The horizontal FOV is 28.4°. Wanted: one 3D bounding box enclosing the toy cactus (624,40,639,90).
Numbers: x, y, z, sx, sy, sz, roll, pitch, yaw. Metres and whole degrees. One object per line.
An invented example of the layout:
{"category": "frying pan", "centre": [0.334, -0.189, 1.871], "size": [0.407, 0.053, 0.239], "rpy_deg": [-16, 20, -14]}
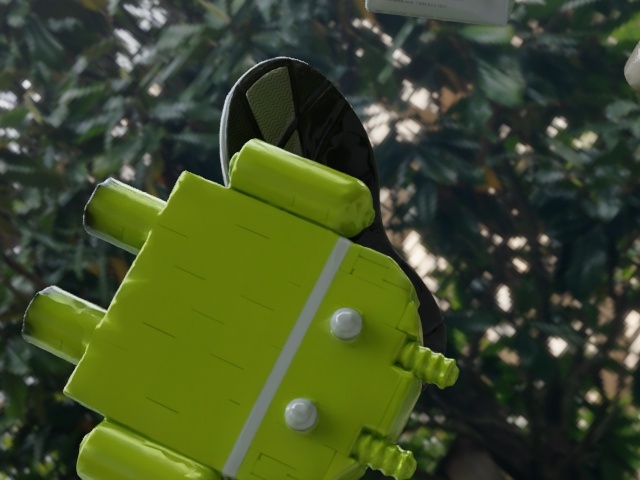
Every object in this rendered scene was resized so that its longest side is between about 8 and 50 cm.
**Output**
{"category": "toy cactus", "centre": [0.305, -0.169, 1.015], "size": [0.112, 0.219, 0.180], "rpy_deg": [-8, -10, -13]}

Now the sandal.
{"category": "sandal", "centre": [-0.001, 0.002, 0.994], "size": [0.120, 0.086, 0.303], "rpy_deg": [-34, -65, -20]}

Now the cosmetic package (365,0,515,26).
{"category": "cosmetic package", "centre": [0.144, -0.420, 1.237], "size": [0.197, 0.155, 0.366], "rpy_deg": [-64, -21, -56]}

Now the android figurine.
{"category": "android figurine", "centre": [-0.049, 0.062, 0.801], "size": [0.248, 0.272, 0.056], "rpy_deg": [-61, -19, -13]}
